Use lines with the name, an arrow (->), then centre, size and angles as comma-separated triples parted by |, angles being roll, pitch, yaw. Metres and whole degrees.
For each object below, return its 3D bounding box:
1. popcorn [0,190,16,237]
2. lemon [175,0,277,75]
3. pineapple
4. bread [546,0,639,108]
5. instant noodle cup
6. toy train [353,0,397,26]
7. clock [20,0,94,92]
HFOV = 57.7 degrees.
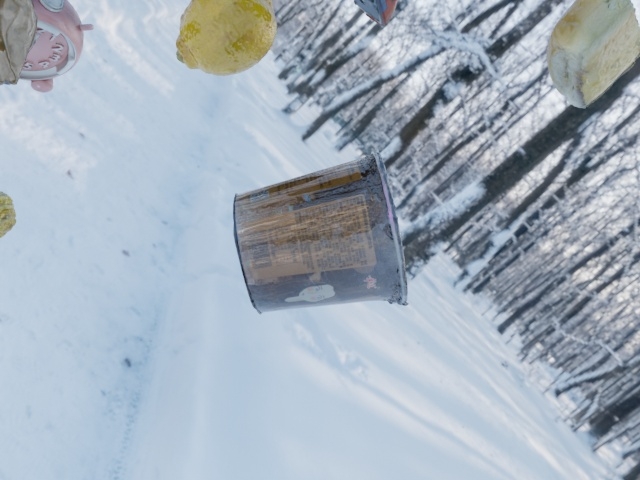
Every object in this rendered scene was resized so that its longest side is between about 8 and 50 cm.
popcorn -> -0.938, -0.078, 1.602 | 0.180, 0.179, 0.170 | -80, 148, -77
lemon -> -0.156, -0.345, 0.956 | 0.142, 0.187, 0.142 | 59, 6, -10
pineapple -> -0.631, -0.374, 0.902 | 0.361, 0.202, 0.202 | 21, 4, 15
bread -> 0.338, -0.244, 0.730 | 0.082, 0.106, 0.125 | 54, 7, 35
instant noodle cup -> 0.000, 0.000, 0.798 | 0.217, 0.207, 0.218 | -10, 90, -88
toy train -> 0.058, -0.479, 0.867 | 0.086, 0.089, 0.409 | 43, 1, 22
clock -> -0.594, -0.433, 1.164 | 0.227, 0.241, 0.143 | 12, 64, -49
